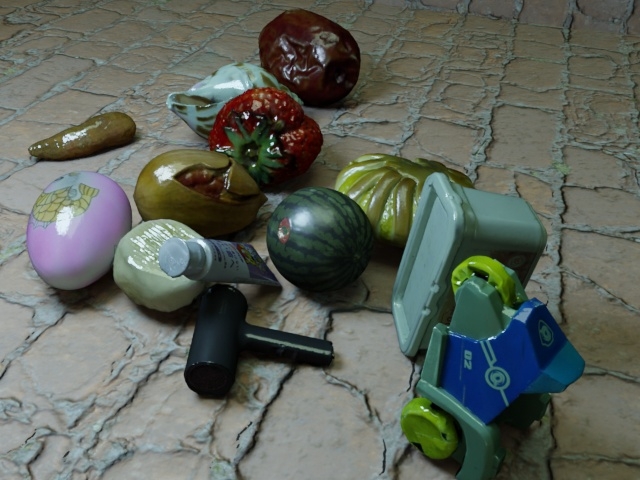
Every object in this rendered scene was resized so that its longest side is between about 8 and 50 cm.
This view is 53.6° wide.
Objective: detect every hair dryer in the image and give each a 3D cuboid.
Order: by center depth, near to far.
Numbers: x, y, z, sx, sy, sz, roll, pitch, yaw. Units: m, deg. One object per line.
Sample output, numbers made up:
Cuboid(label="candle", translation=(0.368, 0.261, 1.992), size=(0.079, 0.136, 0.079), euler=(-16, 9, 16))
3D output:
Cuboid(label="hair dryer", translation=(-0.098, 0.178, 1.097), size=(0.251, 0.089, 0.197), euler=(8, 35, -3))

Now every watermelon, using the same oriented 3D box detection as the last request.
Cuboid(label="watermelon", translation=(0.000, 0.000, 1.238), size=(0.212, 0.212, 0.212), euler=(2, 36, -1))

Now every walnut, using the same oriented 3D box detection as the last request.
Cuboid(label="walnut", translation=(-0.255, -0.101, 1.380), size=(0.298, 0.203, 0.203), euler=(1, 32, -32))

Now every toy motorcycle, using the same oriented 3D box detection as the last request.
Cuboid(label="toy motorcycle", translation=(0.252, 0.184, 0.895), size=(0.200, 0.326, 0.191), euler=(31, 45, 31))

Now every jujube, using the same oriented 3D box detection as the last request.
Cuboid(label="jujube", translation=(-0.044, -0.579, 1.996), size=(0.276, 0.276, 0.377), euler=(-24, 45, -32))

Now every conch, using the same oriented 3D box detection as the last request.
Cuboid(label="conch", translation=(-0.225, -0.375, 1.737), size=(0.368, 0.197, 0.249), euler=(-26, 30, -11))

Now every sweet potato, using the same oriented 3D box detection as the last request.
Cuboid(label="sweet potato", translation=(-0.619, -0.275, 1.680), size=(0.292, 0.097, 0.097), euler=(-25, 44, -31))

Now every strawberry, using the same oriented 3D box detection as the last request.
Cuboid(label="strawberry", translation=(-0.133, -0.264, 1.575), size=(0.238, 0.250, 0.288), euler=(-23, 28, 27))

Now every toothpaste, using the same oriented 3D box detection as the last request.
Cuboid(label="toothpaste", translation=(-0.173, 0.039, 1.166), size=(0.114, 0.073, 0.299), euler=(49, 17, 21))

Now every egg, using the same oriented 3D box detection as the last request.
Cuboid(label="egg", translation=(-0.472, -0.019, 1.252), size=(0.196, 0.196, 0.271), euler=(-7, 47, -13))

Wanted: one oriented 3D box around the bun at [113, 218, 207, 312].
Cuboid(label="bun", translation=(-0.293, 0.059, 1.212), size=(0.193, 0.128, 0.178), euler=(29, 41, 15))

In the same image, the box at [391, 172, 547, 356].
Cuboid(label="box", translation=(0.253, 0.052, 1.106), size=(0.182, 0.312, 0.175), euler=(5, 36, -9))

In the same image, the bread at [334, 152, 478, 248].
Cuboid(label="bread", translation=(0.198, -0.093, 1.383), size=(0.333, 0.160, 0.333), euler=(9, 27, -4))
